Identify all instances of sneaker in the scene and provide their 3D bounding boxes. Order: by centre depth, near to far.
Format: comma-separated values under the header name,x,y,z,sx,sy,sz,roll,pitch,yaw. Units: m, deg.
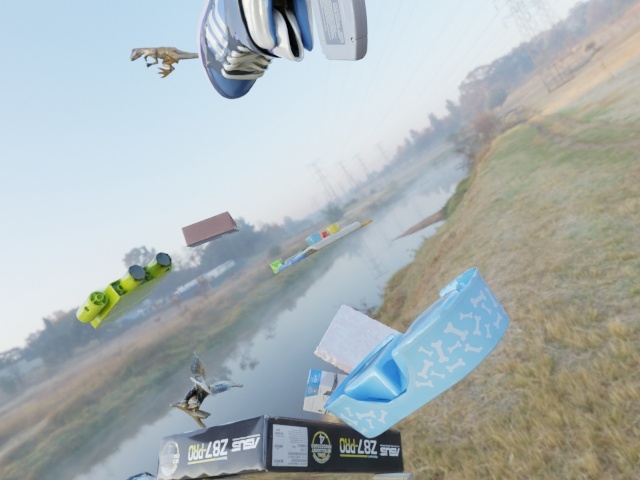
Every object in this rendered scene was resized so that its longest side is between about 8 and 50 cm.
name,x,y,z,sx,sy,sz,roll,pitch,yaw
sneaker,-0.111,-0.331,0.763,0.130,0.236,0.322,-14,-34,-28

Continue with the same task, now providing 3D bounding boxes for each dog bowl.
name,x,y,z,sx,sy,sz,roll,pitch,yaw
dog bowl,0.123,0.157,0.594,0.297,0.074,0.166,-52,-12,34

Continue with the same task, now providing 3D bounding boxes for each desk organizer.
name,x,y,z,sx,sy,sz,roll,pitch,yaw
desk organizer,-0.277,-0.028,1.133,0.130,0.050,0.047,-20,-5,5

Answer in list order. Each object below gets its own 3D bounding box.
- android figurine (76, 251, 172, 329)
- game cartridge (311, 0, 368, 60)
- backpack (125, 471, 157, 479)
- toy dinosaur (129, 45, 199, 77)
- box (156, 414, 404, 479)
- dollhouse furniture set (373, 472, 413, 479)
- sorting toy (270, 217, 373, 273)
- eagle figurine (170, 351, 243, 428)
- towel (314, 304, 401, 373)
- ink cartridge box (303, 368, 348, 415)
name,x,y,z,sx,sy,sz,roll,pitch,yaw
android figurine,-0.479,0.128,1.117,0.273,0.056,0.248,-39,-1,35
game cartridge,0.051,-0.682,1.314,0.062,0.297,0.198,-33,37,-27
backpack,-0.365,0.708,1.039,0.356,0.289,0.273,-12,-17,27
toy dinosaur,-0.356,-0.451,1.094,0.212,0.112,0.064,0,-39,-13
box,-0.071,0.433,0.915,0.318,0.097,0.395,-23,-35,35
dollhouse furniture set,0.239,0.719,1.291,0.144,0.151,0.123,-22,-5,36
sorting toy,0.000,0.000,1.301,0.348,0.047,0.196,-27,-1,-34
eagle figurine,-0.466,0.588,1.818,0.225,0.226,0.298,-8,20,22
towel,0.173,0.392,1.625,0.053,0.332,0.317,-68,-8,28
ink cartridge box,0.043,0.565,1.658,0.191,0.139,0.082,10,26,4
